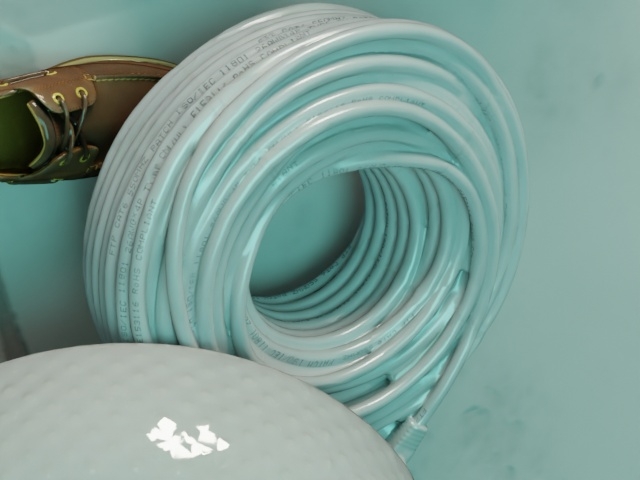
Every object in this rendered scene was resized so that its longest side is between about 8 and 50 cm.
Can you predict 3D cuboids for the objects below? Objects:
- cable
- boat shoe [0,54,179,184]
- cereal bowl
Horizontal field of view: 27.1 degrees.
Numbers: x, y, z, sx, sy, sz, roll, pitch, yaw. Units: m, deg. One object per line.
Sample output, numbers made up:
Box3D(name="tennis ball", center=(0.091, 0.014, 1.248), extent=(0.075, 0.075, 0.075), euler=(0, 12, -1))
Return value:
Box3D(name="cable", center=(0.000, 0.000, 0.720), extent=(0.257, 0.089, 0.257), euler=(-52, 131, 0))
Box3D(name="boat shoe", center=(-0.139, -0.056, 0.678), extent=(0.178, 0.060, 0.064), euler=(-8, 110, -22))
Box3D(name="cereal bowl", center=(-0.098, 0.225, 0.674), extent=(0.339, 0.141, 0.339), euler=(-3, 125, -4))
